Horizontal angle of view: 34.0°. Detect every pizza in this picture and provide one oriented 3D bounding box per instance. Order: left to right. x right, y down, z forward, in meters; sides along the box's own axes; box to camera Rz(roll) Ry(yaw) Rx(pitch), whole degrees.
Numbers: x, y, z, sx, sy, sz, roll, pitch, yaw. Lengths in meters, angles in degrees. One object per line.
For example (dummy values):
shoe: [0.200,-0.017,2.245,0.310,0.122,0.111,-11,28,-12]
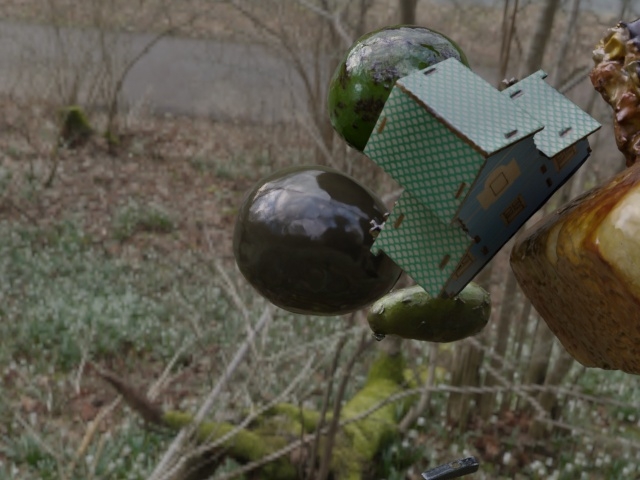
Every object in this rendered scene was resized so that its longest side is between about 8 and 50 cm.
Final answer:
pizza: [0.453,-0.163,1.339,0.277,0.114,0.409,31,45,-24]

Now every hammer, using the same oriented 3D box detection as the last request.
hammer: [0.105,0.296,1.026,0.062,0.199,0.013,-6,32,-30]

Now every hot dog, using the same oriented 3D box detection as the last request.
hot dog: [0.347,0.009,1.054,0.223,0.405,0.185,-38,89,-6]

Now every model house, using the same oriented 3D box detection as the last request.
model house: [0.141,-0.090,1.092,0.271,0.206,0.178,-44,63,3]

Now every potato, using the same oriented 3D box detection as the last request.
potato: [0.190,0.124,1.816,0.225,0.117,0.090,-6,21,-11]

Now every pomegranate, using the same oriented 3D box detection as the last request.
pomegranate: [0.119,-0.181,1.455,0.211,0.211,0.263,-8,66,-17]

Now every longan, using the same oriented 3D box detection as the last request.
longan: [0.000,0.000,1.486,0.248,0.248,0.248,3,34,-2]
